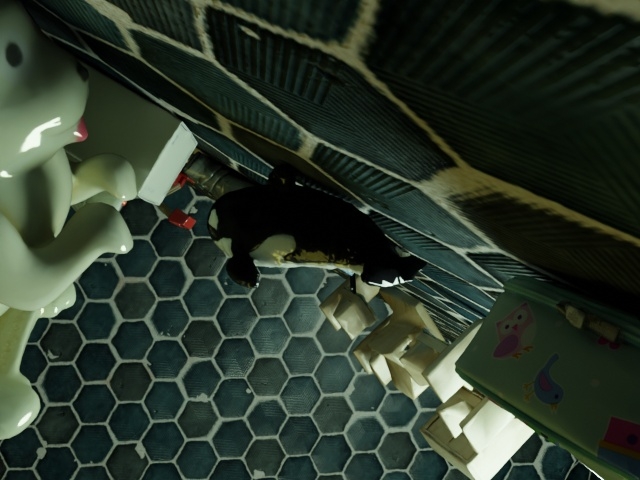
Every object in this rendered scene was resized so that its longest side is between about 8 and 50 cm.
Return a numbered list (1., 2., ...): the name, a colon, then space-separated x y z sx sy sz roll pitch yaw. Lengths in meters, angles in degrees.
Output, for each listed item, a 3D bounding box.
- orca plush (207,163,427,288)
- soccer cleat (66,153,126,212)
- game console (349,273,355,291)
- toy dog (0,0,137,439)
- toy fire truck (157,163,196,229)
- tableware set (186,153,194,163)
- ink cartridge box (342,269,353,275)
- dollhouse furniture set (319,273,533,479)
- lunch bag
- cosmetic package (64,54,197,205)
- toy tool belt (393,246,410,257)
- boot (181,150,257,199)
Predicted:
1. orca plush: -0.034 -0.023 0.689 0.287 0.151 0.102 30 147 53
2. soccer cleat: -0.334 -0.073 0.926 0.076 0.068 0.196 36 177 -41
3. game console: 0.031 0.038 1.195 0.107 0.071 0.122 30 176 8
4. toy dog: -0.381 -0.068 0.691 0.395 0.408 0.285 24 -151 -11
5. toy fire truck: -0.348 -0.125 1.517 0.192 0.135 0.047 29 176 15
6. tableware set: -0.200 -0.123 1.264 0.168 0.020 0.141 30 177 8
7. ink cartridge box: 0.000 0.000 1.077 0.122 0.052 0.088 29 177 40
8. dollhouse furniture set: 0.261 0.220 1.253 0.394 0.256 0.362 56 165 -25
9. lunch bag: 0.242 0.132 0.482 0.279 0.108 0.224 34 180 -28
10. cosmetic package: -0.331 -0.176 0.881 0.309 0.113 0.160 32 176 -1
11. toy tool belt: 0.084 0.024 0.840 0.051 0.052 0.083 62 172 -1
12. boot: -0.150 -0.078 1.154 0.161 0.083 0.246 36 170 6
